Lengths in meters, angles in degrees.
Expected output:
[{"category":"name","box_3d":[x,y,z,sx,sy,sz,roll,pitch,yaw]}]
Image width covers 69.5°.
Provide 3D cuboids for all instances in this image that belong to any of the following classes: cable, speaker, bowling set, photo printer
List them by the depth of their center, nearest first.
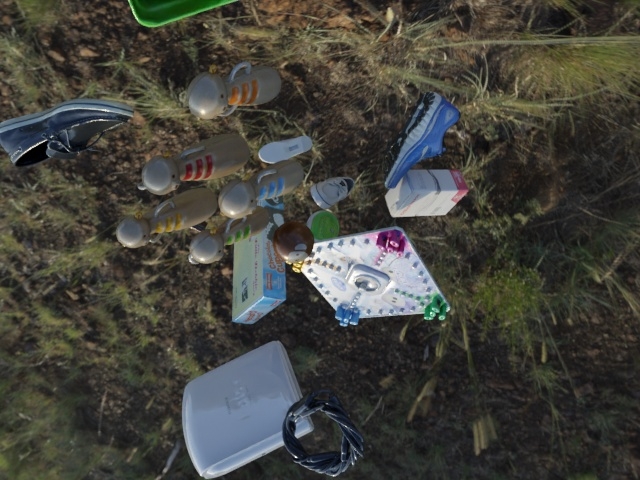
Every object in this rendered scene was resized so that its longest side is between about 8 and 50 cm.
[{"category":"bowling set","box_3d":[-0.102,-0.045,0.545,0.200,0.154,0.287,44,130,10]},{"category":"cable","box_3d":[0.002,0.357,0.843,0.150,0.047,0.184,45,123,9]},{"category":"photo printer","box_3d":[-0.200,0.426,1.167,0.308,0.256,0.107,-25,140,-1]},{"category":"speaker","box_3d":[0.000,0.000,1.638,0.131,0.296,0.131,2,118,4]}]

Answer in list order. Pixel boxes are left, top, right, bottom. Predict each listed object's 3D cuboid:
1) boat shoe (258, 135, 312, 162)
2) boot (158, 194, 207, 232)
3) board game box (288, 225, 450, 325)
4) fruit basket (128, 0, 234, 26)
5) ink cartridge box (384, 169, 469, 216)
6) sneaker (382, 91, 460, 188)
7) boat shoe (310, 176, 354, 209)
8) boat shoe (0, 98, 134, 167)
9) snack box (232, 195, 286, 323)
[{"category":"boat shoe","box_3d":[-0.117,-0.288,1.448,0.063,0.184,0.066,7,122,60]},{"category":"boot","box_3d":[-0.340,-0.066,1.143,0.114,0.106,0.037,18,122,-35]},{"category":"board game box","box_3d":[0.140,0.132,1.398,0.390,0.050,0.390,-11,133,33]},{"category":"fruit basket","box_3d":[-0.187,-0.489,0.688,0.283,0.392,0.391,-24,113,-10]},{"category":"ink cartridge box","box_3d":[0.346,-0.155,1.523,0.218,0.092,0.158,-5,153,-23]},{"category":"sneaker","box_3d":[0.295,-0.270,1.371,0.147,0.129,0.330,19,134,-16]},{"category":"boat shoe","box_3d":[0.052,-0.174,1.583,0.088,0.267,0.096,-34,84,24]},{"category":"boat shoe","box_3d":[-0.811,-0.341,1.479,0.501,0.187,0.155,-10,92,16]},{"category":"snack box","box_3d":[-0.150,0.018,1.105,0.060,0.321,0.187,11,150,-27]}]
